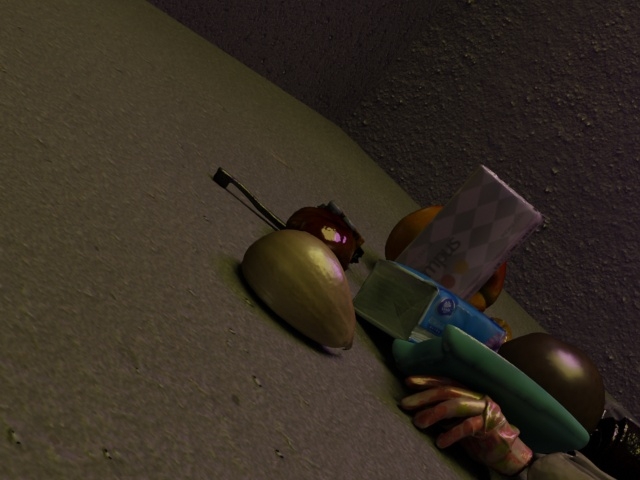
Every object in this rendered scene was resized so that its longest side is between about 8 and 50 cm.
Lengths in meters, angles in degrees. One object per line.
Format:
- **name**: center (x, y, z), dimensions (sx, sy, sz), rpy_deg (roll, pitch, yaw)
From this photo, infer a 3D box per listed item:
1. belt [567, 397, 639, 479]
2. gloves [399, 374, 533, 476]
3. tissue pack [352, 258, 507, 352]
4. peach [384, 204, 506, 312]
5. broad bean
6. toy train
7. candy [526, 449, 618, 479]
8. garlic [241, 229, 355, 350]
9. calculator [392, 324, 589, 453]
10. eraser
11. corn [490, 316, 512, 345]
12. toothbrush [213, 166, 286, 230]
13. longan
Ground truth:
- **belt**: center (0.681, 0.484, 2.166), dimensions (0.164, 0.184, 0.289), rpy_deg (36, 7, -4)
- **gloves**: center (0.253, 0.311, 1.586), dimensions (0.241, 0.126, 0.145), rpy_deg (47, 14, -3)
- **tissue pack**: center (0.226, 0.164, 1.875), dimensions (0.263, 0.146, 0.198), rpy_deg (33, -2, -40)
- **peach**: center (0.320, 0.051, 2.367), dimensions (0.332, 0.307, 0.308), rpy_deg (29, 1, 42)
- **broad bean**: center (-0.003, 0.002, 1.881), dimensions (0.156, 0.122, 0.228), rpy_deg (25, 9, -6)
- **toy train**: center (0.045, -0.014, 2.177), dimensions (0.127, 0.089, 0.219), rpy_deg (45, 6, -40)
- **candy**: center (0.519, 0.518, 1.499), dimensions (0.427, 0.186, 0.386), rpy_deg (42, 3, 13)
- **garlic**: center (-0.031, 0.082, 1.535), dimensions (0.245, 0.145, 0.164), rpy_deg (47, -18, 15)
- **calculator**: center (0.321, 0.296, 1.687), dimensions (0.386, 0.054, 0.256), rpy_deg (36, -28, -15)
- **eraser**: center (0.316, 0.033, 2.099), dimensions (0.213, 0.396, 0.082), rpy_deg (39, 11, -6)
- **corn**: center (0.449, 0.264, 2.386), dimensions (0.120, 0.120, 0.363), rpy_deg (44, 8, 12)
- **toothbrush**: center (-0.112, -0.053, 1.959), dimensions (0.297, 0.030, 0.030), rpy_deg (40, 3, -11)
- **longan**: center (0.471, 0.320, 1.911), dimensions (0.258, 0.258, 0.258), rpy_deg (39, 12, -10)
